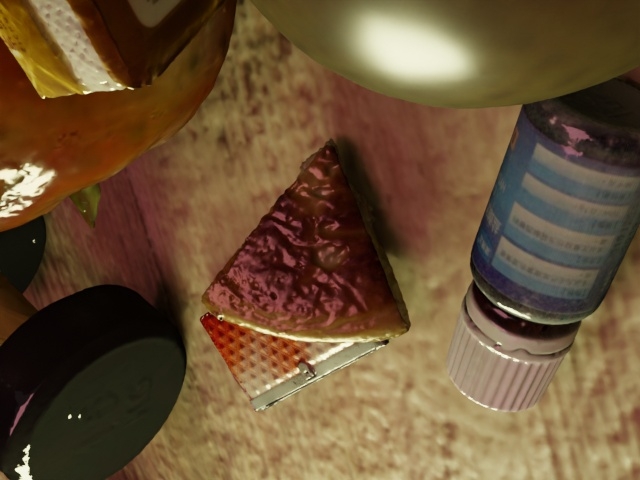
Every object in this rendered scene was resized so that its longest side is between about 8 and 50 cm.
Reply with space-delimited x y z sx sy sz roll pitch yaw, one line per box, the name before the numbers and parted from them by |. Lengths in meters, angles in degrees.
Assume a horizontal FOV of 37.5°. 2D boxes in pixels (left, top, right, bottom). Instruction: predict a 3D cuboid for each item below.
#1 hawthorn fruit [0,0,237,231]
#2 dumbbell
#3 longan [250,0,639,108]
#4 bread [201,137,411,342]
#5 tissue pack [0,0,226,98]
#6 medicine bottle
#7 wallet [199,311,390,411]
hawthorn fruit | -0.250 -0.174 0.645 0.402 0.402 0.403 21 122 38
dumbbell | -0.304 0.077 0.928 0.322 0.203 0.204 37 131 28
longan | 0.072 -0.179 0.397 0.258 0.258 0.258 21 122 38
bread | 0.010 0.023 0.680 0.136 0.054 0.154 37 99 10
tissue pack | -0.110 -0.207 0.429 0.091 0.183 0.226 3 138 34
medicine bottle | 0.131 0.008 0.545 0.083 0.083 0.203 34 130 30
wallet | -0.027 0.072 0.780 0.196 0.020 0.103 -36 82 47
